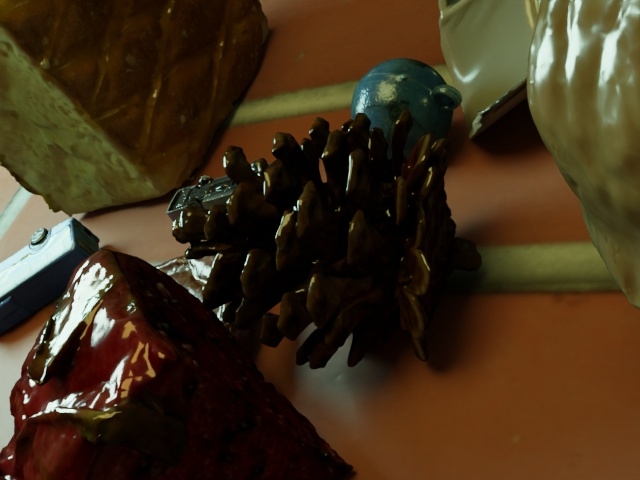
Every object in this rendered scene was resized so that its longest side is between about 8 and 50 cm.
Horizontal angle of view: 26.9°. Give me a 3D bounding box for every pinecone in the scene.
[{"bbox_3d":[0.000,0.002,0.957,0.212,0.168,0.185,-13,27,18],"label":"pinecone"}]

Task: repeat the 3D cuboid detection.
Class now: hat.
[{"bbox_3d":[0.200,-0.171,1.041,0.219,0.164,0.226,-99,23,-44],"label":"hat"}]

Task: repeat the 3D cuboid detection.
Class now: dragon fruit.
[{"bbox_3d":[-0.125,0.186,0.883,0.240,0.302,0.330,21,86,10],"label":"dragon fruit"}]

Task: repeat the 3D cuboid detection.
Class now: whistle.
[{"bbox_3d":[0.053,-0.102,1.087,0.158,0.090,0.090,-11,44,45],"label":"whistle"}]

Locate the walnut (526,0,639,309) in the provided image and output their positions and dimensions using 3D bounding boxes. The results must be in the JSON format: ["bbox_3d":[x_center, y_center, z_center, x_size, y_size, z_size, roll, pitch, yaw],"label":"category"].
[{"bbox_3d":[0.265,-0.102,0.678,0.344,0.306,0.306,-51,33,-3],"label":"walnut"}]

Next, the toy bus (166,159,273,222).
[{"bbox_3d":[-0.072,-0.035,1.179,0.131,0.052,0.037,-14,37,32],"label":"toy bus"}]

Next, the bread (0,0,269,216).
[{"bbox_3d":[-0.230,-0.207,1.337,0.207,0.279,0.279,-8,43,39],"label":"bread"}]

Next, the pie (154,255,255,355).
[{"bbox_3d":[-0.128,0.089,1.096,0.182,0.049,0.182,-24,42,24],"label":"pie"}]

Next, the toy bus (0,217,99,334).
[{"bbox_3d":[-0.288,0.038,1.320,0.153,0.051,0.061,-33,40,13],"label":"toy bus"}]
